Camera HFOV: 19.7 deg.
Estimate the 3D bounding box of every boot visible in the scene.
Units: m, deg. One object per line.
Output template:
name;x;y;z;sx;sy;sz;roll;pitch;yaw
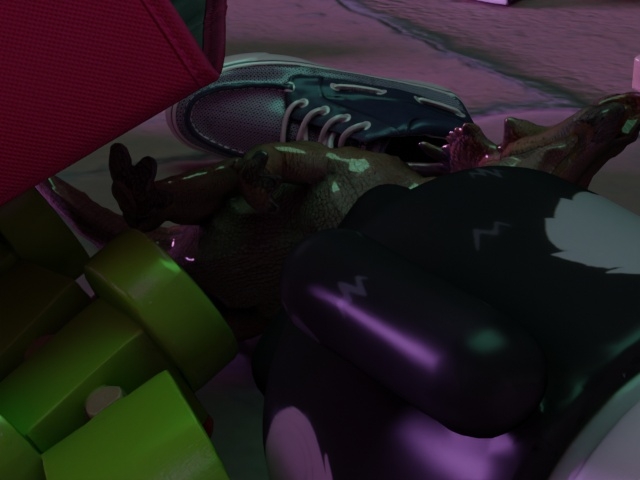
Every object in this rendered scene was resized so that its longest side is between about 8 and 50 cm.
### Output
boot;0.005;-0.068;1.100;0.190;0.069;0.086;1;20;-9

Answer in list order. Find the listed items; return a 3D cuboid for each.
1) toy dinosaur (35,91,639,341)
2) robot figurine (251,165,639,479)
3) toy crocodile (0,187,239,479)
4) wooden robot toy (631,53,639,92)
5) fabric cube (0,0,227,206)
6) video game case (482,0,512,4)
toy dinosaur;0.000;0.000;0.884;0.295;0.127;0.200;2;13;29
robot figurine;0.091;0.074;0.632;0.209;0.173;0.278;-10;25;-29
toy crocodile;-0.120;0.051;0.765;0.115;0.105;0.340;-42;33;-15
wooden robot toy;0.303;-0.134;1.303;0.173;0.076;0.079;-18;41;-40
fabric cube;-0.211;-0.128;0.750;0.258;0.254;0.259;-32;16;8
video game case;0.114;-0.267;1.628;0.210;0.042;0.232;13;25;24
